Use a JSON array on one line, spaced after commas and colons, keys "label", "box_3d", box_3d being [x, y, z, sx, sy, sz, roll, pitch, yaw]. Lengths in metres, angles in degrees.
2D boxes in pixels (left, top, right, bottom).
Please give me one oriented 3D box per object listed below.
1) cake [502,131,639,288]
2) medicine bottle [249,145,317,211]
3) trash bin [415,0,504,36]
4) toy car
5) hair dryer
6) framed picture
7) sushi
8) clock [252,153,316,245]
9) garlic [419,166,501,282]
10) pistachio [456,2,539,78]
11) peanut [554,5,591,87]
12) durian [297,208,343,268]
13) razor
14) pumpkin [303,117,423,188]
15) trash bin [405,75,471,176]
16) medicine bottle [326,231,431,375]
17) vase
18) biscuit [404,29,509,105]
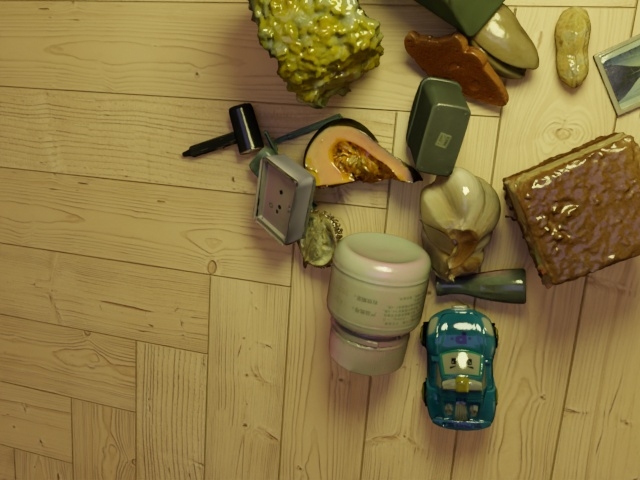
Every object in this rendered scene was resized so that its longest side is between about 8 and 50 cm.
[{"label": "cake", "box_3d": [0.557, -0.068, 1.130, 0.282, 0.290, 0.256, -24, 95, 15]}, {"label": "medicine bottle", "box_3d": [-0.096, -0.153, 1.408, 0.208, 0.054, 0.090, 46, 126, -3]}, {"label": "trash bin", "box_3d": [0.218, -0.605, 1.099, 0.158, 0.223, 0.343, -50, 64, 17]}, {"label": "toy car", "box_3d": [0.349, 0.323, 1.325, 0.198, 0.166, 0.314, 0, 100, 12]}, {"label": "hair dryer", "box_3d": [-0.282, -0.282, 1.443, 0.255, 0.070, 0.128, -11, 97, 22]}, {"label": "framed picture", "box_3d": [0.730, -0.385, 1.160, 0.203, 0.015, 0.150, -22, 93, 18]}, {"label": "sushi", "box_3d": [-0.009, -0.485, 1.156, 0.240, 0.396, 0.352, -24, 99, 15]}, {"label": "clock", "box_3d": [-0.094, -0.102, 1.327, 0.144, 0.073, 0.193, 41, 134, 32]}, {"label": "garlic", "box_3d": [0.325, -0.056, 1.253, 0.184, 0.203, 0.281, -25, 134, -6]}, {"label": "pistachio", "box_3d": [0.397, -0.457, 1.188, 0.136, 0.136, 0.226, -43, 89, 18]}, {"label": "peanut", "box_3d": [0.558, -0.426, 1.167, 0.080, 0.080, 0.175, -3, 99, 16]}, {"label": "durian", "box_3d": [0.000, 0.000, 1.400, 0.148, 0.091, 0.189, 37, 119, 17]}, {"label": "razor", "box_3d": [-0.041, -0.289, 1.390, 0.211, 0.036, 0.084, -20, 118, 12]}, {"label": "pumpkin", "box_3d": [0.090, -0.174, 1.315, 0.280, 0.139, 0.190, 41, 105, 8]}, {"label": "trash bin", "box_3d": [0.263, -0.263, 1.196, 0.101, 0.236, 0.177, 12, 121, -3]}, {"label": "medicine bottle", "box_3d": [0.134, 0.155, 1.309, 0.241, 0.241, 0.302, 13, 112, 13]}, {"label": "vase", "box_3d": [0.398, 0.113, 1.316, 0.214, 0.086, 0.086, -1, 100, 21]}, {"label": "biscuit", "box_3d": [0.315, -0.395, 1.206, 0.280, 0.183, 0.043, 28, 75, -3]}]
